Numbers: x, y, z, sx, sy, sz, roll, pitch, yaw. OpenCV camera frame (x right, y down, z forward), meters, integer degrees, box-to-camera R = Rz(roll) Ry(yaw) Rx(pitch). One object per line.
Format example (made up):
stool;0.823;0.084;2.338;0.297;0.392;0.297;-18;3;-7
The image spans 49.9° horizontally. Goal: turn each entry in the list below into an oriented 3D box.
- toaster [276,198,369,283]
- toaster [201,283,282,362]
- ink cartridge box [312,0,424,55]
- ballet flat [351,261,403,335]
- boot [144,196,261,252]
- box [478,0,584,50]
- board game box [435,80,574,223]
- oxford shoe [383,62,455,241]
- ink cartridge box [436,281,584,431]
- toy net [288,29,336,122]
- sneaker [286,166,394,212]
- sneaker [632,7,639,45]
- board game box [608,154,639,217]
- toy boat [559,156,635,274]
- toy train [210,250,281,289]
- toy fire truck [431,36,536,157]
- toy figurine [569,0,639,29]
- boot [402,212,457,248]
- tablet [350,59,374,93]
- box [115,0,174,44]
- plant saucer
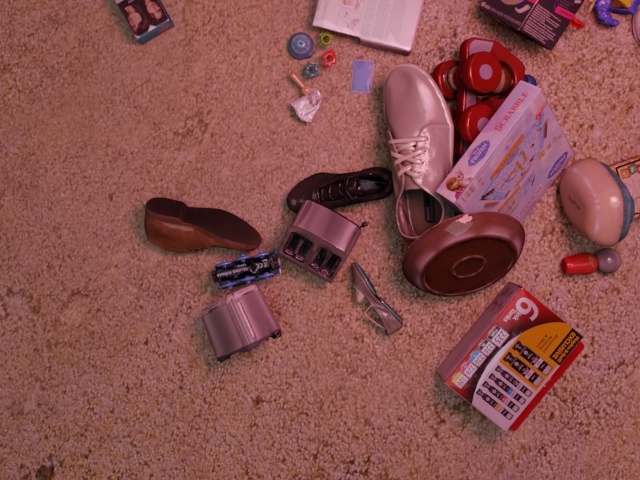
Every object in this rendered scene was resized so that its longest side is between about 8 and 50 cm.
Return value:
toaster;0.000;0.000;1.714;0.168;0.186;0.110;29;49;-2
toaster;-0.200;0.205;1.726;0.129;0.227;0.147;-23;87;-42
ink cartridge box;0.139;-0.646;1.739;0.260;0.066;0.297;14;93;0
ballet flat;0.129;0.156;1.780;0.068;0.072;0.213;-38;92;7
boot;-0.305;-0.016;1.781;0.305;0.112;0.115;16;123;-4
box;0.535;-0.620;1.631;0.143;0.165;0.270;15;115;-39
board game box;0.453;-0.166;1.653;0.319;0.318;0.066;-52;51;2
oxford shoe;0.231;-0.200;1.647;0.169;0.130;0.450;-4;98;36
ink cartridge box;0.503;0.311;1.753;0.271;0.130;0.309;38;93;-2
toy net;-0.020;-0.419;1.767;0.122;0.045;0.233;-2;95;-1
sneaker;0.051;-0.131;1.737;0.286;0.130;0.109;-15;94;3
sneaker;0.861;-0.486;1.723;0.087;0.092;0.229;-24;91;4
board game box;0.820;-0.143;1.748;0.193;0.045;0.147;-18;92;-9
toy boat;0.688;-0.048;1.704;0.148;0.268;0.319;-7;124;-1
toy train;-0.187;0.075;1.763;0.184;0.105;0.080;-14;85;2
toy fire truck;0.424;-0.341;1.720;0.253;0.169;0.303;2;93;-24
toy figurine;0.730;-0.670;1.719;0.217;0.191;0.363;18;96;-28
boot;0.281;-0.031;1.769;0.152;0.073;0.197;-21;90;6
tablet;0.108;-0.424;1.781;0.054;0.006;0.083;6;92;1
box;-0.479;-0.635;1.752;0.100;0.060;0.244;-29;92;2
plant saucer;0.354;0.049;1.673;0.310;0.311;0.050;-16;52;2
